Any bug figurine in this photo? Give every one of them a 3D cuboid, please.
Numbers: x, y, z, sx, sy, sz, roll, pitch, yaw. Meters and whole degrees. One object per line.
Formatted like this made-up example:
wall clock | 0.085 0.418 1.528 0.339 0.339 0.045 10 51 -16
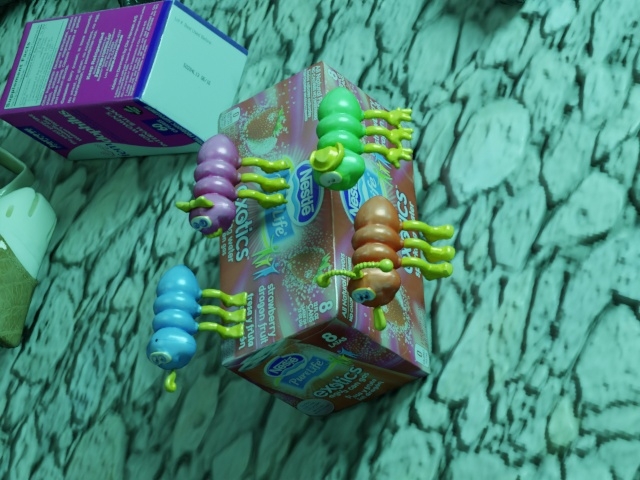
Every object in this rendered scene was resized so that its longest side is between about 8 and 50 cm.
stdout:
bug figurine | -0.034 -0.006 1.472 0.279 0.072 0.216 -19 53 30

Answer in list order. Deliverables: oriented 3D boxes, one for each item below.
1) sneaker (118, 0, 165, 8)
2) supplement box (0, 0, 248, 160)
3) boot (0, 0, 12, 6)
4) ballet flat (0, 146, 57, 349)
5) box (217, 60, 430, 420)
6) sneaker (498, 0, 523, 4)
sneaker | -0.206 -0.283 2.009 0.089 0.051 0.170 -33 60 53
supplement box | -0.196 -0.153 1.875 0.220 0.111 0.114 0 66 44
boot | -0.403 -0.375 2.208 0.222 0.118 0.338 -34 42 30
ballet flat | -0.339 -0.025 1.951 0.124 0.116 0.342 -34 39 -4
box | 0.000 0.000 1.586 0.122 0.128 0.257 -25 50 30
sneaker | 0.175 -0.319 1.656 0.106 0.078 0.234 24 85 45
